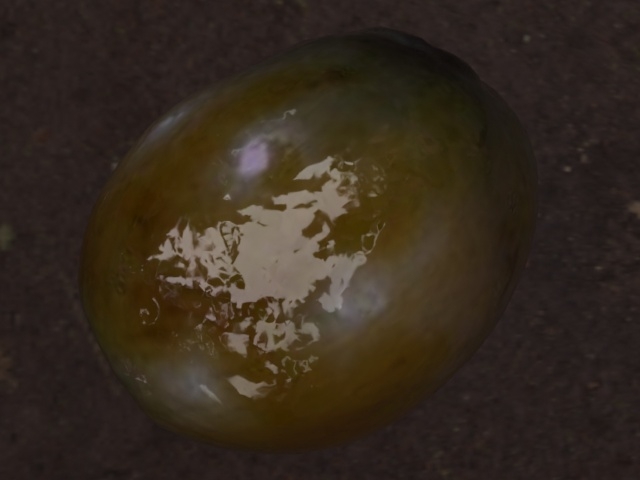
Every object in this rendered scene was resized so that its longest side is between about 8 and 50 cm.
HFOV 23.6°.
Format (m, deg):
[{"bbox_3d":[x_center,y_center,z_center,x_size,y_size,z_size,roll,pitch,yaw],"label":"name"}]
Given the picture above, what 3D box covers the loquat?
[{"bbox_3d":[0.000,0.000,0.717,0.227,0.179,0.179,-31,65,-9],"label":"loquat"}]
